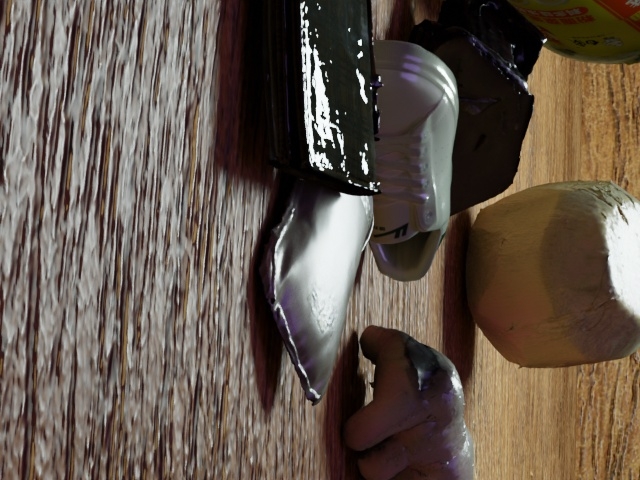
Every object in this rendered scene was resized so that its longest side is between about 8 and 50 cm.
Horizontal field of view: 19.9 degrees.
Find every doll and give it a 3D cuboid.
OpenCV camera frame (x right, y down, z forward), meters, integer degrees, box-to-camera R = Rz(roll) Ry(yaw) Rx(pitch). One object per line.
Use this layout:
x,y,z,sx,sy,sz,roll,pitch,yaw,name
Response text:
0.079,0.163,1.504,0.149,0.095,0.192,-78,159,-51,doll

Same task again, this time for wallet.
-0.004,-0.193,1.239,0.169,0.044,0.317,13,73,-71,wallet

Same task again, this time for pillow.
0.000,0.000,1.290,0.232,0.038,0.130,-74,152,-48,pillow

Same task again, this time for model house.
0.130,-0.140,1.738,0.164,0.141,0.203,-109,-151,-53,model house

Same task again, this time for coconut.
0.268,0.041,2.076,0.227,0.230,0.227,14,70,-46,coconut

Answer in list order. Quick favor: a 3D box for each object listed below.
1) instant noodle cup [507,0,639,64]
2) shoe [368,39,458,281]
0.259,-0.344,1.849,0.221,0.311,0.311,11,78,-56,instant noodle cup
0.064,-0.057,1.449,0.265,0.095,0.110,66,27,-65,shoe
